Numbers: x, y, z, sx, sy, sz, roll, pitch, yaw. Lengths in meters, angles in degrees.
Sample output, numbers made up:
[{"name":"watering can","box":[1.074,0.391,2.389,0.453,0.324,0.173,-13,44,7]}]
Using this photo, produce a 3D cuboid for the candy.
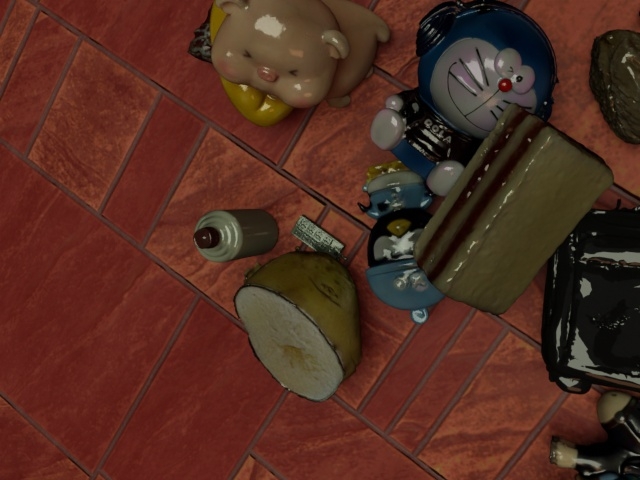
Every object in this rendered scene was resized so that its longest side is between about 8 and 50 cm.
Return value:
[{"name":"candy","box":[0.307,-0.044,1.051,0.320,0.179,0.135,-58,32,24]}]

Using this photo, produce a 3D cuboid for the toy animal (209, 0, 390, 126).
[{"name":"toy animal","box":[-0.043,-0.326,1.156,0.345,0.247,0.277,15,103,-21]}]

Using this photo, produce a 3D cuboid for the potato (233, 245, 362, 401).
[{"name":"potato","box":[-0.015,0.155,1.270,0.246,0.196,0.299,6,127,38]}]

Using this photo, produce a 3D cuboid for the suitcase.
[{"name":"suitcase","box":[0.555,0.103,1.061,0.345,0.188,0.339,7,83,20]}]

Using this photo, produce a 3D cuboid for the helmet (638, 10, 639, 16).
[{"name":"helmet","box":[0.586,-0.391,1.088,0.065,0.049,0.084,22,73,50]}]

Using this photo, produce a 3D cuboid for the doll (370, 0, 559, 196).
[{"name":"doll","box":[0.258,-0.259,1.117,0.284,0.240,0.310,34,117,-13]}]

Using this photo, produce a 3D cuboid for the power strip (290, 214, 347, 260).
[{"name":"power strip","box":[0.000,0.000,1.333,0.136,0.019,0.051,37,102,13]}]

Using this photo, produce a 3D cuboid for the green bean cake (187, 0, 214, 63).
[{"name":"green bean cake","box":[-0.144,-0.459,1.309,0.198,0.097,0.232,23,101,16]}]

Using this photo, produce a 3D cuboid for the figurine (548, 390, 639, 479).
[{"name":"figurine","box":[0.585,0.442,1.077,0.412,0.241,0.306,36,81,31]}]

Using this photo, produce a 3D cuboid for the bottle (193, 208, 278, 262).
[{"name":"bottle","box":[-0.176,-0.011,1.273,0.104,0.245,0.104,1,94,18]}]

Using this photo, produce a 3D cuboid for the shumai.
[{"name":"shumai","box":[0.554,-0.275,1.057,0.175,0.166,0.206,-25,110,10]}]

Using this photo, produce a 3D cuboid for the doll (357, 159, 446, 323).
[{"name":"doll","box":[0.162,0.004,1.215,0.177,0.141,0.314,-13,86,15]}]
